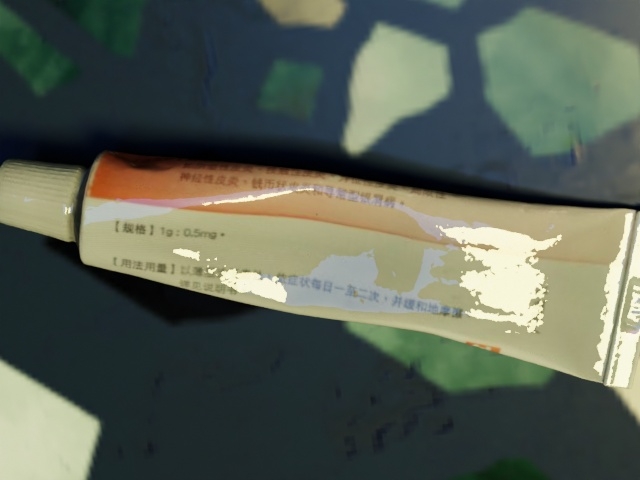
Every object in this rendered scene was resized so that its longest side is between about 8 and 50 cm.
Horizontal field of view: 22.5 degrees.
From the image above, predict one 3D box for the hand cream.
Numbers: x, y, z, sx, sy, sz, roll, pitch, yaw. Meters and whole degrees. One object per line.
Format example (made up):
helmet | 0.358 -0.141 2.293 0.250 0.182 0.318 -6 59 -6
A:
hand cream | 0.000 0.000 0.521 0.216 0.038 0.052 10 135 3
